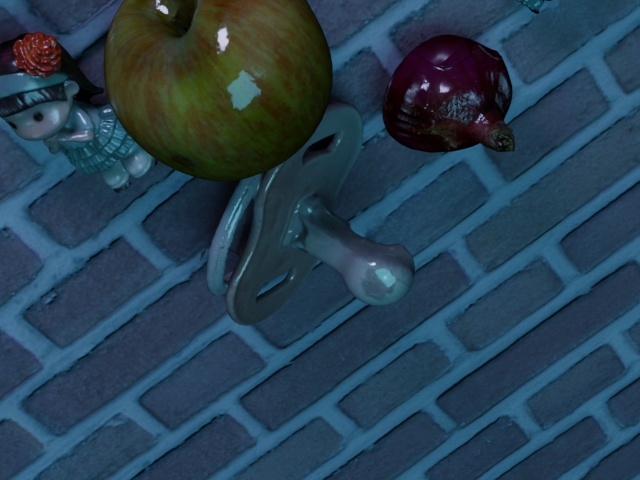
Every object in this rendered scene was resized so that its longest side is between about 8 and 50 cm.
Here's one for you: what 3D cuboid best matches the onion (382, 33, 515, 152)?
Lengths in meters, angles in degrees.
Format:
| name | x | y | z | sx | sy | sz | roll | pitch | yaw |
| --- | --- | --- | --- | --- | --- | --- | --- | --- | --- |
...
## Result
| name | x | y | z | sx | sy | sz | roll | pitch | yaw |
| --- | --- | --- | --- | --- | --- | --- | --- | --- | --- |
| onion | 0.176 | -0.183 | 1.618 | 0.173 | 0.198 | 0.135 | -28 | 125 | -23 |

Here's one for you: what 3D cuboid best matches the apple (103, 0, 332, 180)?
| name | x | y | z | sx | sy | sz | roll | pitch | yaw |
| --- | --- | --- | --- | --- | --- | --- | --- | --- | --- |
| apple | -0.109 | -0.190 | 1.471 | 0.264 | 0.264 | 0.264 | -10 | 127 | -14 |

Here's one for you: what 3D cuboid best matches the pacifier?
| name | x | y | z | sx | sy | sz | roll | pitch | yaw |
| --- | --- | --- | --- | --- | --- | --- | --- | --- | --- |
| pacifier | -0.015 | -0.020 | 1.654 | 0.273 | 0.220 | 0.332 | 13 | 120 | -11 |

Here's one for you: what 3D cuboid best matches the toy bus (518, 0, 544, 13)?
| name | x | y | z | sx | sy | sz | roll | pitch | yaw |
| --- | --- | --- | --- | --- | --- | --- | --- | --- | --- |
| toy bus | 0.278 | -0.375 | 1.590 | 0.092 | 0.079 | 0.160 | 23 | 115 | -31 |

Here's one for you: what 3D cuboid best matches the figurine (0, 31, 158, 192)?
| name | x | y | z | sx | sy | sz | roll | pitch | yaw |
| --- | --- | --- | --- | --- | --- | --- | --- | --- | --- |
| figurine | -0.292 | -0.154 | 1.514 | 0.138 | 0.110 | 0.245 | -24 | 139 | 27 |
